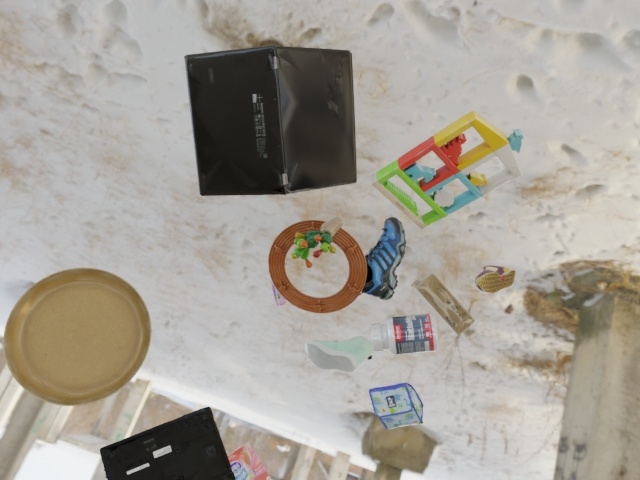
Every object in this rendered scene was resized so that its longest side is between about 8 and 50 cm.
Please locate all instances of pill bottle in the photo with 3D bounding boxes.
[{"bbox_3d":[0.236,0.268,1.443,0.180,0.107,0.108,-7,155,6],"label":"pill bottle"}]

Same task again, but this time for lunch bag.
[{"bbox_3d":[0.235,0.504,1.576,0.129,0.096,0.151,-18,116,20],"label":"lunch bag"}]

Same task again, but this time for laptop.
[{"bbox_3d":[-0.310,0.530,1.075,0.235,0.264,0.136,-14,157,-30],"label":"laptop"},{"bbox_3d":[-0.126,-0.332,1.439,0.409,0.381,0.236,0,-167,16],"label":"laptop"}]

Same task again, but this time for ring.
[{"bbox_3d":[-0.015,0.094,1.683,0.337,0.336,0.032,18,-159,6],"label":"ring"}]

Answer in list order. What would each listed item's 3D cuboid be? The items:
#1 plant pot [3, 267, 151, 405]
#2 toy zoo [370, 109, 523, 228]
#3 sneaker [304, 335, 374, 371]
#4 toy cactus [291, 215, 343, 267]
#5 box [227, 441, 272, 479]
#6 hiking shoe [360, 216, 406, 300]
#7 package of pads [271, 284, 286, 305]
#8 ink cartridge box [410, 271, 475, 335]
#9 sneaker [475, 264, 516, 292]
[{"bbox_3d":[-0.419,0.166,0.892,0.237,0.236,0.032,22,163,-7],"label":"plant pot"},{"bbox_3d":[0.278,-0.146,1.056,0.293,0.030,0.192,-32,129,31],"label":"toy zoo"},{"bbox_3d":[0.070,0.380,1.768,0.256,0.151,0.094,4,109,46],"label":"sneaker"},{"bbox_3d":[0.000,0.000,1.547,0.112,0.181,0.219,54,164,-9],"label":"toy cactus"},{"bbox_3d":[-0.284,0.713,1.435,0.154,0.142,0.300,55,-163,13],"label":"box"},{"bbox_3d":[0.216,0.056,1.802,0.132,0.303,0.113,14,169,-20],"label":"hiking shoe"},{"bbox_3d":[-0.152,0.196,1.861,0.032,0.083,0.050,-14,180,12],"label":"package of pads"},{"bbox_3d":[0.453,0.233,1.912,0.234,0.088,0.193,49,180,5],"label":"ink cartridge box"},{"bbox_3d":[0.508,0.113,1.537,0.186,0.069,0.084,-1,-167,-40],"label":"sneaker"}]
